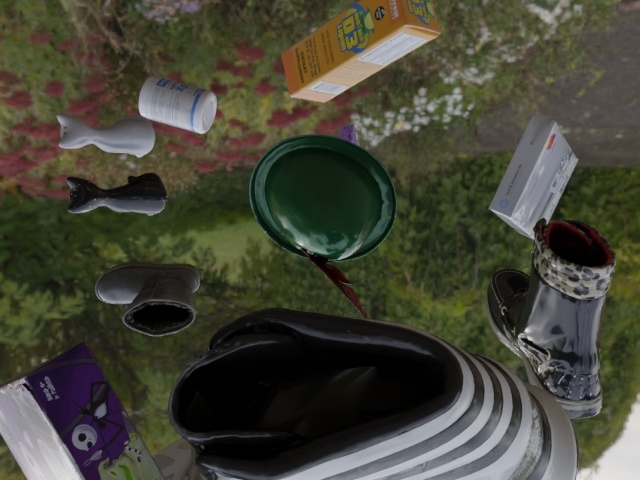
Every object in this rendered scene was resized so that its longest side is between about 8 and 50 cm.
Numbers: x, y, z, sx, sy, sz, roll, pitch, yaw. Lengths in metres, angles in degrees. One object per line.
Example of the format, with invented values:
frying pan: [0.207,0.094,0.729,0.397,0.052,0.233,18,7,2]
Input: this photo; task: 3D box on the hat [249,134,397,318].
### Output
hat: [0.000,0.000,0.831,0.208,0.173,0.184,14,-147,3]

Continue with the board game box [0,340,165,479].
board game box: [-0.124,0.243,0.530,0.056,0.347,0.208,-31,-177,-30]

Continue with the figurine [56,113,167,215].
figurine: [-0.432,-0.155,1.509,0.092,0.215,0.209,-19,170,40]

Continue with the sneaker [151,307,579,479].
sneaker: [-0.062,0.154,0.573,0.447,0.169,0.257,-23,137,28]

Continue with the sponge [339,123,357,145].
sponge: [0.064,-0.122,1.481,0.031,0.117,0.210,-3,152,10]

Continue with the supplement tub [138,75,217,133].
supplement tub: [-0.225,-0.215,1.182,0.107,0.071,0.071,17,174,8]

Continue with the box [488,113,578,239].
box: [0.316,-0.085,1.089,0.038,0.145,0.186,26,-177,29]

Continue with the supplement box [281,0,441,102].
supplement box: [0.051,-0.274,1.038,0.080,0.078,0.233,1,164,-46]

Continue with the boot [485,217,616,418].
boot: [0.241,0.047,0.789,0.085,0.179,0.236,-6,-151,-3]

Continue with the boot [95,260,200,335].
boot: [-0.276,0.093,1.151,0.189,0.076,0.208,-10,-160,1]
